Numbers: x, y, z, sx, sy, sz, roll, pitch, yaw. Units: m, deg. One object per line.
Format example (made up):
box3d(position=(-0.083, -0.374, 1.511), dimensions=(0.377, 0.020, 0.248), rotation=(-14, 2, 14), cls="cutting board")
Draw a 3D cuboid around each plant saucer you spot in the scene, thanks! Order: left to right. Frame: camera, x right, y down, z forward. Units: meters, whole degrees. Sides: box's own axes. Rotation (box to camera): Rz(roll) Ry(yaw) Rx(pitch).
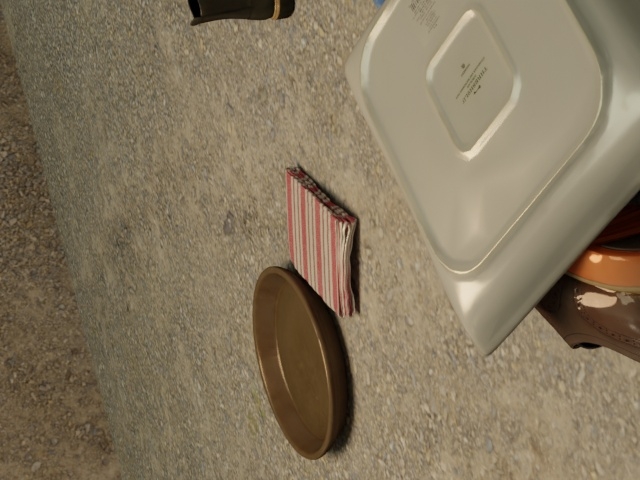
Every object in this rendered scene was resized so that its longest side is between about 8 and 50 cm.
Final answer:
box3d(position=(-0.028, 0.169, 2.142), dimensions=(0.278, 0.041, 0.278), rotation=(169, 90, -68), cls="plant saucer")

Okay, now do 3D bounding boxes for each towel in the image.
box3d(position=(0.000, 0.000, 2.008), dimensions=(0.197, 0.029, 0.144), rotation=(-133, 38, -57), cls="towel")

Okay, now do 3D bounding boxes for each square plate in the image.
box3d(position=(0.141, -0.133, 1.286), dimensions=(0.347, 0.049, 0.344), rotation=(-55, 49, 44), cls="square plate")

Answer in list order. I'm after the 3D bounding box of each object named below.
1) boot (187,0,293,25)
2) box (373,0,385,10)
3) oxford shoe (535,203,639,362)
box3d(position=(-0.124, -0.374, 1.968), dimensions=(0.077, 0.137, 0.198), rotation=(130, 126, -63), cls="boot")
box3d(position=(0.074, -0.310, 1.635), dimensions=(0.109, 0.042, 0.178), rotation=(104, 148, -48), cls="box")
box3d(position=(0.209, 0.030, 1.374), dimensions=(0.363, 0.130, 0.133), rotation=(28, 133, 64), cls="oxford shoe")
